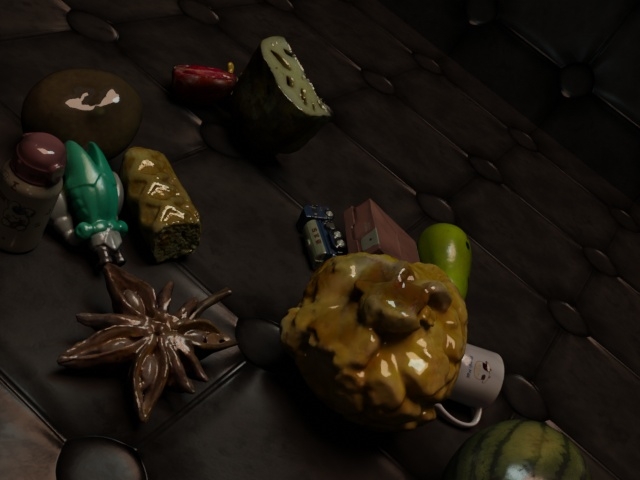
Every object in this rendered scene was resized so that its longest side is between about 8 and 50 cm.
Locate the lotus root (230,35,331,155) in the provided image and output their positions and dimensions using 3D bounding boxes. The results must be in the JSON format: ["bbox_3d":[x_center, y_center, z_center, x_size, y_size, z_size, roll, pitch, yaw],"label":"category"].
[{"bbox_3d":[-0.148,-0.349,2.215,0.149,0.260,0.267,-11,67,-47],"label":"lotus root"}]

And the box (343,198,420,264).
[{"bbox_3d":[0.159,0.033,2.077,0.215,0.086,0.215,42,26,-31],"label":"box"}]

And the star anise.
[{"bbox_3d":[-0.294,0.176,1.519,0.292,0.109,0.349,31,42,-19],"label":"star anise"}]

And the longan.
[{"bbox_3d":[-0.499,-0.263,1.794,0.215,0.246,0.246,62,21,-27],"label":"longan"}]

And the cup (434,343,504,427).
[{"bbox_3d":[0.304,0.312,1.890,0.142,0.173,0.134,21,3,-19],"label":"cup"}]

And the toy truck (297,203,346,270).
[{"bbox_3d":[0.000,0.000,2.059,0.088,0.074,0.201,7,41,-24],"label":"toy truck"}]

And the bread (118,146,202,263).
[{"bbox_3d":[-0.345,-0.086,1.792,0.267,0.130,0.152,58,-4,32],"label":"bread"}]

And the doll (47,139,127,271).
[{"bbox_3d":[-0.472,-0.067,1.664,0.195,0.153,0.258,32,44,-40],"label":"doll"}]

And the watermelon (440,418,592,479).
[{"bbox_3d":[0.348,0.483,1.534,0.279,0.279,0.359,42,34,12],"label":"watermelon"}]

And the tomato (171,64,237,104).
[{"bbox_3d":[-0.314,-0.409,2.268,0.173,0.099,0.189,7,20,-10],"label":"tomato"}]

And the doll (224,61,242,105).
[{"bbox_3d":[-0.255,-0.436,2.390,0.179,0.102,0.089,61,1,37],"label":"doll"}]

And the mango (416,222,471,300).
[{"bbox_3d":[0.314,0.075,2.147,0.143,0.175,0.293,2,38,3],"label":"mango"}]

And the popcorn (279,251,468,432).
[{"bbox_3d":[0.114,0.197,1.677,0.390,0.344,0.354,11,76,-69],"label":"popcorn"}]

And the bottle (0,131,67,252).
[{"bbox_3d":[-0.528,-0.091,1.533,0.110,0.233,0.110,24,34,-17],"label":"bottle"}]
